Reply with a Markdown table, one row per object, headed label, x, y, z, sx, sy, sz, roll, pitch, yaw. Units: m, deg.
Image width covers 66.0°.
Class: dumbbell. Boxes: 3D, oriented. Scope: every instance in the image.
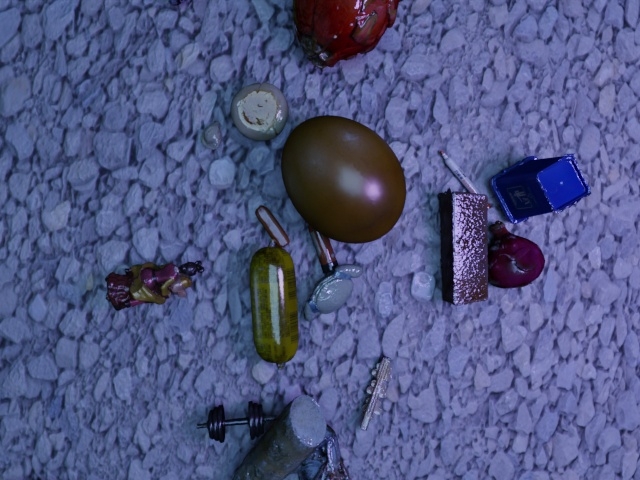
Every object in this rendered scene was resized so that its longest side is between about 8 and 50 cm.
| label | x | y | z | sx | sy | sz | roll | pitch | yaw |
| --- | --- | --- | --- | --- | --- | --- | --- | --- | --- |
| dumbbell | -0.222 | 0.482 | 1.311 | 0.209 | 0.099 | 0.099 | -4 | 91 | -7 |

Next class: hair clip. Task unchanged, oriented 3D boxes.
| label | x | y | z | sx | sy | sz | roll | pitch | yaw |
| --- | --- | --- | --- | --- | --- | --- | --- | --- | --- |
| hair clip | 0.156 | 0.429 | 1.380 | 0.062 | 0.056 | 0.213 | 19 | 80 | 10 |

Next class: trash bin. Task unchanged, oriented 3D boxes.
| label | x | y | z | sx | sy | sz | roll | pitch | yaw |
| --- | --- | --- | --- | --- | --- | --- | --- | --- | --- |
| trash bin | 0.596 | -0.147 | 1.324 | 0.184 | 0.234 | 0.162 | -30 | 93 | -4 |

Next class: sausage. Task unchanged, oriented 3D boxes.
| label | x | y | z | sx | sy | sz | roll | pitch | yaw |
| --- | --- | --- | --- | --- | --- | --- | --- | --- | --- |
| sausage | -0.132 | -0.039 | 1.344 | 0.041 | 0.039 | 0.131 | -34 | 93 | 3 |
| sausage | -0.123 | 0.168 | 1.305 | 0.123 | 0.123 | 0.346 | -3 | 90 | -6 |

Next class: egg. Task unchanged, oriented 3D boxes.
| label | x | y | z | sx | sy | sz | roll | pitch | yaw |
| --- | --- | --- | --- | --- | --- | --- | --- | --- | --- |
| egg | 0.057 | -0.154 | 1.243 | 0.283 | 0.282 | 0.351 | -39 | 84 | -4 |

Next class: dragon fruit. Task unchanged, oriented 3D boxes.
| label | x | y | z | sx | sy | sz | roll | pitch | yaw |
| --- | --- | --- | --- | --- | --- | --- | --- | --- | --- |
| dragon fruit | 0.068 | -0.616 | 1.247 | 0.277 | 0.277 | 0.342 | 43 | 82 | -5 |

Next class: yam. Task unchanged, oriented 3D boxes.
| label | x | y | z | sx | sy | sz | roll | pitch | yaw |
| --- | --- | --- | --- | --- | --- | --- | --- | --- | --- |
| yam | -0.118 | 0.559 | 1.286 | 0.133 | 0.133 | 0.330 | 39 | 105 | -5 |

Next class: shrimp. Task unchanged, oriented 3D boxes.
| label | x | y | z | sx | sy | sz | roll | pitch | yaw |
| --- | --- | --- | --- | --- | --- | --- | --- | --- | --- |
| shrimp | 0.023 | 0.673 | 1.302 | 0.137 | 0.172 | 0.371 | -20 | 78 | 0 |

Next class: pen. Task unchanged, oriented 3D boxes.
| label | x | y | z | sx | sy | sz | roll | pitch | yaw |
| --- | --- | --- | --- | --- | --- | --- | --- | --- | --- |
| pen | 0.413 | -0.172 | 1.409 | 0.026 | 0.026 | 0.218 | -41 | 95 | -4 |

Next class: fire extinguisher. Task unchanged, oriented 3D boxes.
| label | x | y | z | sx | sy | sz | roll | pitch | yaw |
| --- | --- | --- | --- | --- | --- | --- | --- | --- | --- |
| fire extinguisher | 0.000 | 0.000 | 1.351 | 0.050 | 0.062 | 0.177 | -19 | 93 | 24 |

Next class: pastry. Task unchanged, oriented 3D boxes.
| label | x | y | z | sx | sy | sz | roll | pitch | yaw |
| --- | --- | --- | --- | --- | --- | --- | --- | --- | --- |
| pastry | -0.162 | -0.341 | 1.311 | 0.157 | 0.092 | 0.156 | 0 | 92 | -3 |

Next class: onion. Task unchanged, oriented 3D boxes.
| label | x | y | z | sx | sy | sz | roll | pitch | yaw |
| --- | --- | --- | --- | --- | --- | --- | --- | --- | --- |
| onion | 0.532 | 0.038 | 1.371 | 0.173 | 0.135 | 0.198 | -22 | 91 | -8 |

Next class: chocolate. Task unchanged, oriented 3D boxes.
| label | x | y | z | sx | sy | sz | roll | pitch | yaw |
| --- | --- | --- | --- | --- | --- | --- | --- | --- | --- |
| chocolate | 0.400 | 0.014 | 1.368 | 0.112 | 0.112 | 0.320 | -3 | 92 | -6 |

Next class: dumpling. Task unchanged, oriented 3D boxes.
| label | x | y | z | sx | sy | sz | roll | pitch | yaw |
| --- | --- | --- | --- | --- | --- | --- | --- | --- | --- |
| dumpling | -0.295 | -0.280 | 1.323 | 0.060 | 0.043 | 0.077 | -5 | 95 | 16 |

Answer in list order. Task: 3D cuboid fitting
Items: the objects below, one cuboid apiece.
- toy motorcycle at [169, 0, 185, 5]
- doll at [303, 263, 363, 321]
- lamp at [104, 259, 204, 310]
| label | x | y | z | sx | sy | sz | roll | pitch | yaw |
| --- | --- | --- | --- | --- | --- | --- | --- | --- | --- |
| toy motorcycle | -0.291 | -0.737 | 1.250 | 0.108 | 0.173 | 0.307 | 38 | 88 | -4 |
| doll | 0.030 | 0.140 | 1.337 | 0.214 | 0.071 | 0.103 | -45 | 138 | 5 |
| lamp | -0.423 | 0.111 | 1.282 | 0.253 | 0.118 | 0.118 | -13 | 92 | -9 |
